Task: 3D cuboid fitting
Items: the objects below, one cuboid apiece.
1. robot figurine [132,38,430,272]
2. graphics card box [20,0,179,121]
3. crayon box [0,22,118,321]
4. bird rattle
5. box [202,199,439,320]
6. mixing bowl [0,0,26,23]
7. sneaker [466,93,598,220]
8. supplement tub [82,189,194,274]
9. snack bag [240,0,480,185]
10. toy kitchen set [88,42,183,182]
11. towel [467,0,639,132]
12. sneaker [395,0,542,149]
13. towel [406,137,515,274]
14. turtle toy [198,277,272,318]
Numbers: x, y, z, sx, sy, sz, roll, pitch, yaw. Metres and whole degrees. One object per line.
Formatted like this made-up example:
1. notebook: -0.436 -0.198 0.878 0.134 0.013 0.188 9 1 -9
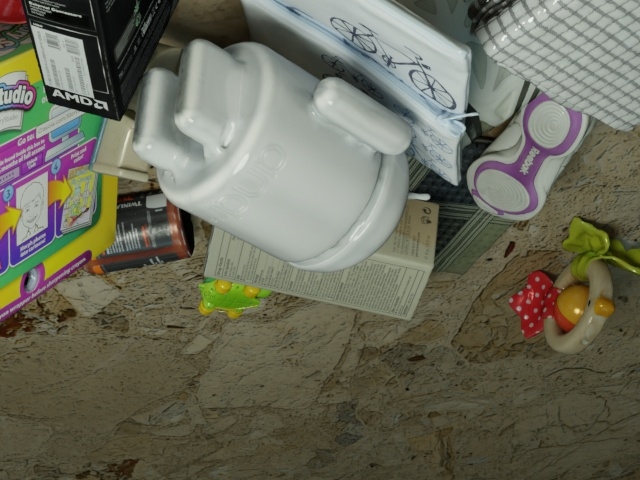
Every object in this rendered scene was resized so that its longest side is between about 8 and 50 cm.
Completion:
1. robot figurine: -0.042 -0.087 1.560 0.353 0.199 0.300 27 145 -35
2. graphics card box: -0.215 -0.320 1.373 0.094 0.232 0.371 14 151 9
3. crayon box: -0.362 -0.077 1.540 0.106 0.363 0.313 18 120 21
4. bird rattle: 0.403 0.091 2.250 0.143 0.207 0.253 29 126 -20
5. box: 0.000 0.000 1.983 0.311 0.121 0.148 13 142 -5
6. mixing bowl: -0.342 -0.323 1.444 0.181 0.098 0.181 20 152 11
7. sneaker: 0.308 -0.133 1.894 0.152 0.114 0.305 -43 174 -36
8. supplement tub: -0.286 -0.010 1.996 0.198 0.106 0.106 -10 149 3
9. snack bag: 0.034 -0.209 1.550 0.323 0.037 0.342 35 167 12
10. toy kitchen set: -0.174 -0.146 1.676 0.207 0.166 0.122 11 -172 -44
11. towel: 0.324 -0.253 1.519 0.284 0.121 0.235 19 137 -40
12. sneaker: 0.160 -0.304 1.619 0.257 0.169 0.447 -33 139 3
13. towel: 0.157 -0.058 2.087 0.312 0.056 0.324 5 144 -26
14. turtle toy: -0.133 0.075 2.209 0.130 0.066 0.095 9 145 -26
